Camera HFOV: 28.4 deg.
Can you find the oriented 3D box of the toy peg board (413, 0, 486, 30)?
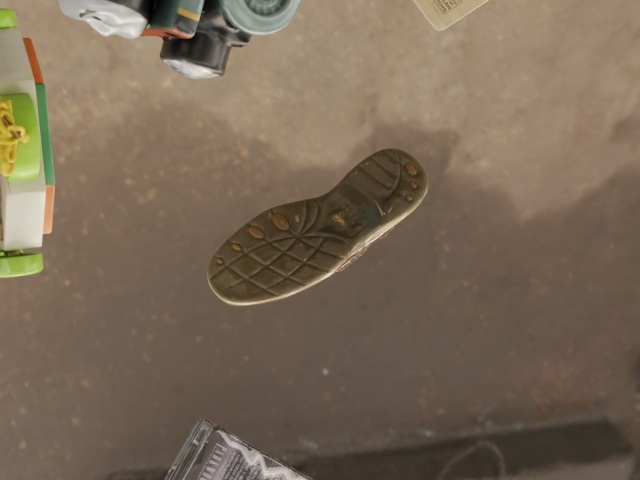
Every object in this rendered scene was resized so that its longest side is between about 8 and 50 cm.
[{"bbox_3d":[0.094,-0.250,0.812,0.161,0.079,0.161,-32,129,15],"label":"toy peg board"}]

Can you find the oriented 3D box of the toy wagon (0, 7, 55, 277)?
[{"bbox_3d":[-0.321,-0.098,1.285,0.068,0.344,0.267,-7,95,-23],"label":"toy wagon"}]

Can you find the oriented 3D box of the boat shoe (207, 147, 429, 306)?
[{"bbox_3d":[0.000,-0.001,0.922,0.178,0.064,0.060,-31,163,-14],"label":"boat shoe"}]

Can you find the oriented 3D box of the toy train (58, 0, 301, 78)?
[{"bbox_3d":[-0.092,-0.297,0.956,0.190,0.142,0.333,16,91,-36],"label":"toy train"}]

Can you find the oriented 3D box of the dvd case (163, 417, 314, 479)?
[{"bbox_3d":[-0.026,0.207,0.659,0.221,0.018,0.164,37,77,-38],"label":"dvd case"}]
